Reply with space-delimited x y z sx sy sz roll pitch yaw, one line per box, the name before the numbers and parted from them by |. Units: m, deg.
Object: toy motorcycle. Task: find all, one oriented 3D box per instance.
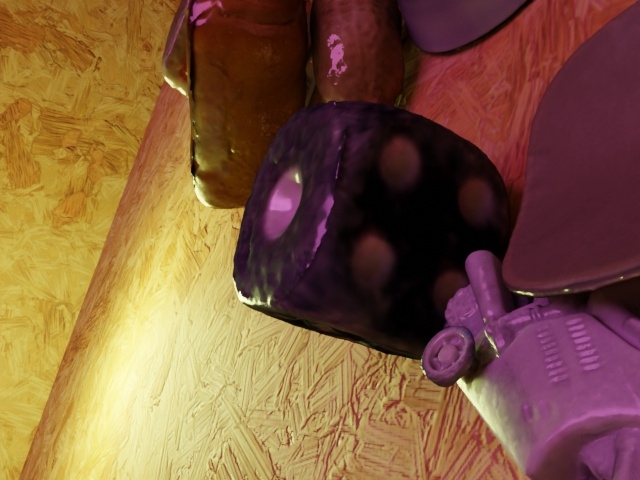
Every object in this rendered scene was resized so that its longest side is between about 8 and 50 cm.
toy motorcycle | 0.163 0.068 0.373 0.171 0.110 0.260 -43 22 9

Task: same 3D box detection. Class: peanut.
peanut | 0.049 -0.243 0.830 0.122 0.137 0.253 -11 48 10

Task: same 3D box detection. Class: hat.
hat | 0.222 -0.049 0.342 0.245 0.149 0.214 124 168 -65

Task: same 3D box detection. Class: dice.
dice | 0.040 -0.004 0.568 0.181 0.183 0.183 1 71 61

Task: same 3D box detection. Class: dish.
dish | 0.166 -0.371 0.718 0.316 0.106 0.317 -45 32 39

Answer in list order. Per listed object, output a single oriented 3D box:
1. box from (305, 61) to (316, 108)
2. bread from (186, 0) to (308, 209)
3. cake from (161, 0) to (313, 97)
box | -0.055 -0.222 1.105 0.084 0.040 0.155 4 73 61
bread | -0.093 -0.249 0.919 0.328 0.147 0.337 -90 7 -47
cake | -0.143 -0.395 1.204 0.309 0.236 0.230 -60 23 19
